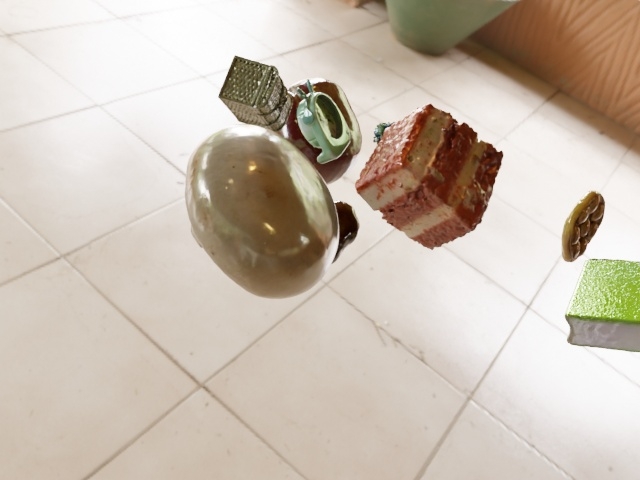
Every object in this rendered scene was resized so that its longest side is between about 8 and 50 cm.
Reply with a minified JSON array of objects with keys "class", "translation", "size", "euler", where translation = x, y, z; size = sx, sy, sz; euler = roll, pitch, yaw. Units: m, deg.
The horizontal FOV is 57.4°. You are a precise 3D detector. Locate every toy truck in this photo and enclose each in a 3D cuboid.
[{"class":"toy truck","translation":[0.238,-0.367,1.934],"size":[0.078,0.154,0.080],"euler":[20,75,-44]}]

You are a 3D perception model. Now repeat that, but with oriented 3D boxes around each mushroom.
[{"class":"mushroom","translation":[0.000,0.000,1.757],"size":[0.227,0.217,0.148],"euler":[-37,91,-24]},{"class":"mushroom","translation":[-0.135,-0.045,1.168],"size":[0.362,0.294,0.362],"euler":[46,26,-30]}]

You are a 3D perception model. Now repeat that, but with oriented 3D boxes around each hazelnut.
[{"class":"hazelnut","translation":[-0.039,-0.396,2.163],"size":[0.358,0.359,0.410],"euler":[2,59,-24]}]

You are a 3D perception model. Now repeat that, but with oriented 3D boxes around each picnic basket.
[{"class":"picnic basket","translation":[-0.171,-0.406,1.654],"size":[0.154,0.134,0.196],"euler":[21,-6,12]}]

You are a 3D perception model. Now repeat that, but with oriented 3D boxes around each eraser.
[{"class":"eraser","translation":[0.682,0.139,1.316],"size":[0.209,0.092,0.274],"euler":[2,26,36]}]

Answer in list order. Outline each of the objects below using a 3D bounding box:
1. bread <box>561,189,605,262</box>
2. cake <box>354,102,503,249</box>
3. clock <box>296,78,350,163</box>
[{"class":"bread","translation":[0.373,-0.019,0.836],"size":[0.110,0.110,0.024],"euler":[-19,34,-40]},{"class":"cake","translation":[0.304,-0.177,1.652],"size":[0.319,0.270,0.270],"euler":[34,64,-13]},{"class":"clock","translation":[-0.001,-0.324,1.562],"size":[0.211,0.065,0.159],"euler":[60,33,-18]}]
